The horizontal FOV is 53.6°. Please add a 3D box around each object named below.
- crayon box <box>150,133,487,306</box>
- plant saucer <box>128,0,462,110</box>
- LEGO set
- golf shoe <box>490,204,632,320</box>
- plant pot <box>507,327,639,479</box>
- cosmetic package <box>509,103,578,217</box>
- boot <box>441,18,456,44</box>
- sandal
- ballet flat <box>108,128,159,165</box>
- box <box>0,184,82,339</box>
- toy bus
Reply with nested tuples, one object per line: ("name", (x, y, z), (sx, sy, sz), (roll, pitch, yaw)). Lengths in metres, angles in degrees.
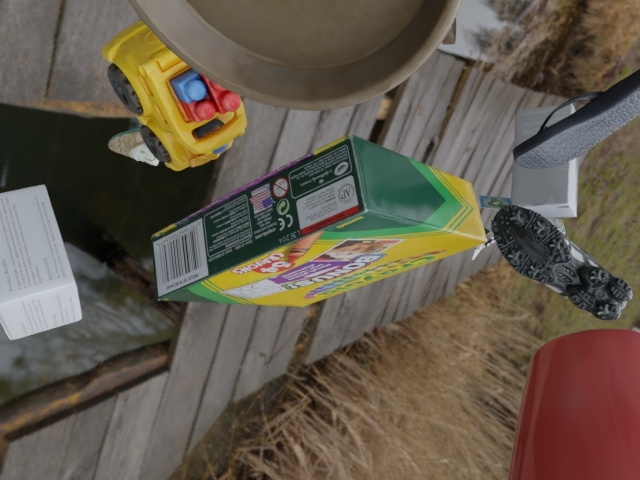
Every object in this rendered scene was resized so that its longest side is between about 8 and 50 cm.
("crayon box", (0.000, 0.000, 0.901), (0.363, 0.106, 0.313), (-22, 159, 35))
("plant saucer", (-0.031, -0.215, 0.438), (0.278, 0.278, 0.041), (93, 16, -48))
("LEGO set", (0.427, -0.029, 1.444), (0.182, 0.244, 0.060), (-82, 177, -50))
("golf shoe", (0.307, 0.028, 0.833), (0.077, 0.198, 0.094), (-50, 170, 13))
("plant pot", (0.360, 0.260, 0.772), (0.275, 0.275, 0.243), (92, 9, -49))
("cosmetic package", (0.498, -0.171, 1.399), (0.107, 0.127, 0.238), (22, 72, -55))
("boot", (0.167, -0.452, 1.112), (0.305, 0.115, 0.112), (56, 39, -60))
("sandal", (0.402, -0.187, 0.936), (0.254, 0.054, 0.097), (-32, 148, 21))
("ballet flat", (-0.294, -0.178, 1.181), (0.206, 0.067, 0.073), (-13, 164, 4))
("box", (-0.472, 0.039, 1.019), (0.119, 0.181, 0.182), (-16, 161, -24))
("toy bus", (-0.174, -0.193, 0.893), (0.149, 0.211, 0.220), (-37, 130, -19))
